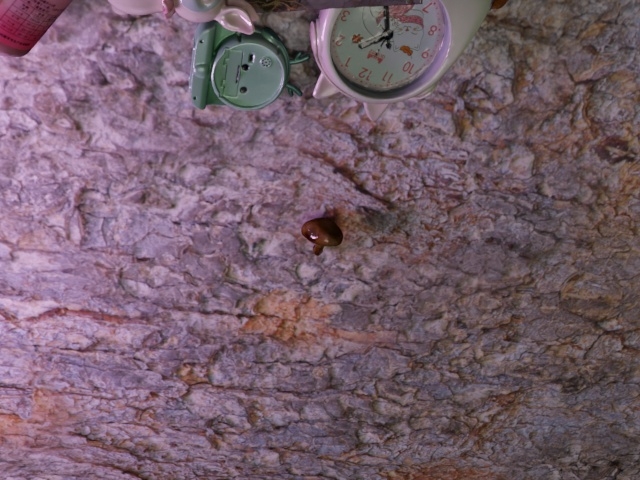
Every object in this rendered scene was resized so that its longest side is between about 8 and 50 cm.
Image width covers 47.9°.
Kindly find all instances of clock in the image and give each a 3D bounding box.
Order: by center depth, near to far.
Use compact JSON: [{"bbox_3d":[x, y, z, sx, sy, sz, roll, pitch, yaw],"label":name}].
[{"bbox_3d":[0.112,-0.367,1.247,0.265,0.108,0.324,18,123,-23],"label":"clock"},{"bbox_3d":[-0.125,-0.304,1.280,0.211,0.066,0.159,2,128,-13],"label":"clock"}]

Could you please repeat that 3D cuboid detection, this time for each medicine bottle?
[{"bbox_3d":[-0.443,-0.405,1.094,0.247,0.147,0.147,-40,124,19],"label":"medicine bottle"}]

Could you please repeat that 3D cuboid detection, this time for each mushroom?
[{"bbox_3d":[0.000,-0.011,1.530,0.088,0.072,0.129,3,164,-9],"label":"mushroom"}]

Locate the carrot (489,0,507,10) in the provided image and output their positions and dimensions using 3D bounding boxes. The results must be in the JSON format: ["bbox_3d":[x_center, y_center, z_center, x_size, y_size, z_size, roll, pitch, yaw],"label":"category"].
[{"bbox_3d":[0.357,-0.493,1.234,0.057,0.057,0.224,13,127,-19],"label":"carrot"}]

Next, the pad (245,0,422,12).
[{"bbox_3d":[-0.030,-0.476,1.105,0.368,0.007,0.247,2,121,13],"label":"pad"}]

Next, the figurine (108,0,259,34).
[{"bbox_3d":[-0.209,-0.410,1.121,0.236,0.127,0.155,9,118,-3],"label":"figurine"}]
